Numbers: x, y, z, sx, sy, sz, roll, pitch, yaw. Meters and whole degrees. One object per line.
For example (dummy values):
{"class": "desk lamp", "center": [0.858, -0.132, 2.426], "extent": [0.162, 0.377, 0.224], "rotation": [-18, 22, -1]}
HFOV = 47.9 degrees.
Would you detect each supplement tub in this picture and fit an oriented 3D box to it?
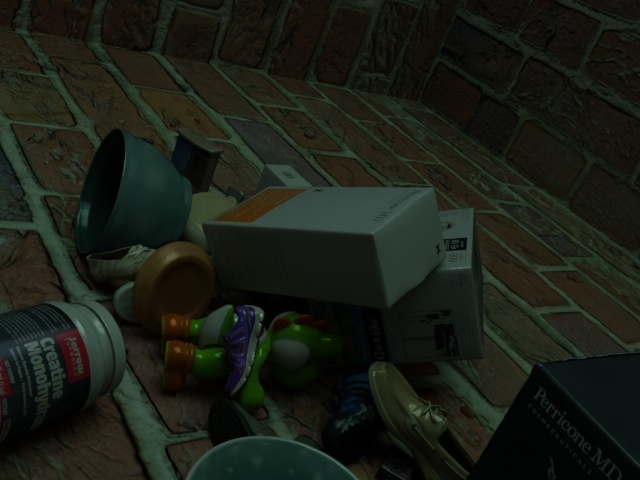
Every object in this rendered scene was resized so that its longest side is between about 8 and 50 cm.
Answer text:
{"class": "supplement tub", "center": [-0.471, 0.205, 1.147], "extent": [0.191, 0.191, 0.272], "rotation": [36, 29, 26]}

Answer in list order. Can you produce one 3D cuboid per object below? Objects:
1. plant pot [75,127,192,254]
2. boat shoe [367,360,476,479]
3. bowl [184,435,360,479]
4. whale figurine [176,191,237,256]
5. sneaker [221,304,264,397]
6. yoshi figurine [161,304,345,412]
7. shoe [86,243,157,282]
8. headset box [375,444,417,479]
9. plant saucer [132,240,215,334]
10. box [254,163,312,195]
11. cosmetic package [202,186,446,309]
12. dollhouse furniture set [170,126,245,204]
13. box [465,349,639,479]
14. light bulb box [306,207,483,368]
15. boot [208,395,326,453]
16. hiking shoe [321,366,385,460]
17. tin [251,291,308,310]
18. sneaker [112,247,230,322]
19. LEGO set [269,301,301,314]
{"class": "plant pot", "center": [-0.420, -0.090, 1.669], "extent": [0.196, 0.293, 0.293], "rotation": [16, 25, -33]}
{"class": "boat shoe", "center": [0.201, 0.350, 1.368], "extent": [0.302, 0.098, 0.109], "rotation": [57, 29, 2]}
{"class": "bowl", "center": [-0.071, 0.451, 1.029], "extent": [0.311, 0.163, 0.311], "rotation": [19, 25, -9]}
{"class": "whale figurine", "center": [-0.234, -0.014, 1.803], "extent": [0.272, 0.141, 0.216], "rotation": [11, 46, -18]}
{"class": "sneaker", "center": [-0.152, 0.201, 1.321], "extent": [0.071, 0.170, 0.068], "rotation": [12, -16, -2]}
{"class": "yoshi figurine", "center": [-0.135, 0.235, 1.444], "extent": [0.362, 0.203, 0.203], "rotation": [0, -9, -14]}
{"class": "shoe", "center": [-0.410, 0.045, 1.515], "extent": [0.219, 0.058, 0.076], "rotation": [-10, 20, 32]}
{"class": "headset box", "center": [0.145, 0.438, 1.375], "extent": [0.062, 0.032, 0.083], "rotation": [28, 25, 11]}
{"class": "plant saucer", "center": [-0.291, 0.102, 1.478], "extent": [0.037, 0.200, 0.200], "rotation": [20, 18, 40]}
{"class": "box", "center": [-0.116, -0.114, 2.063], "extent": [0.091, 0.170, 0.130], "rotation": [-3, 36, -40]}
{"class": "cosmetic package", "center": [0.000, 0.000, 1.486], "extent": [0.453, 0.161, 0.230], "rotation": [4, 27, 39]}
{"class": "dollhouse furniture set", "center": [-0.386, -0.139, 1.866], "extent": [0.286, 0.198, 0.303], "rotation": [33, 28, 20]}
{"class": "box", "center": [0.439, 0.491, 1.006], "extent": [0.297, 0.472, 0.480], "rotation": [3, 31, -35]}
{"class": "light bulb box", "center": [0.184, 0.102, 1.661], "extent": [0.361, 0.225, 0.358], "rotation": [-6, 21, 15]}
{"class": "boot", "center": [-0.082, 0.373, 1.296], "extent": [0.246, 0.083, 0.161], "rotation": [40, 19, 32]}
{"class": "hiking shoe", "center": [0.064, 0.341, 1.435], "extent": [0.132, 0.113, 0.304], "rotation": [23, 15, 24]}
{"class": "tin", "center": [-0.082, 0.124, 1.745], "extent": [0.189, 0.040, 0.106], "rotation": [17, 21, 21]}
{"class": "sneaker", "center": [-0.350, 0.090, 1.593], "extent": [0.292, 0.108, 0.169], "rotation": [-15, 26, -40]}
{"class": "LEGO set", "center": [-0.081, 0.155, 1.745], "extent": [0.083, 0.023, 0.054], "rotation": [20, 26, -6]}
